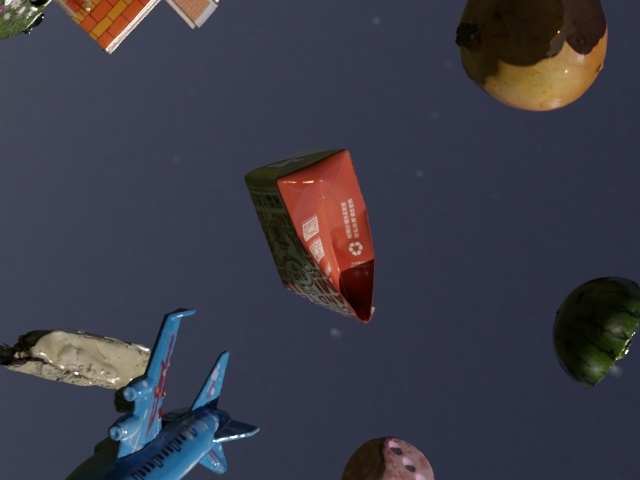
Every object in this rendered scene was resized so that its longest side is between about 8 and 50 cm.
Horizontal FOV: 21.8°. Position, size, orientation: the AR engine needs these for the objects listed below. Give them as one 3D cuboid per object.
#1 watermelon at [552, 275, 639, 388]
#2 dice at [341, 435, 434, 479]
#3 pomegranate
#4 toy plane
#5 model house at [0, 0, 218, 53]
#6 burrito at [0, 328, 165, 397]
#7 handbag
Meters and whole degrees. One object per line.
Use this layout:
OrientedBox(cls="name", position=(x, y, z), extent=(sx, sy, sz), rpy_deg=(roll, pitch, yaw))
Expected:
OrientedBox(cls="watermelon", position=(0.240, 0.077, 1.482), extent=(0.105, 0.062, 0.105), rpy_deg=(-158, -90, -84))
OrientedBox(cls="dice", position=(0.086, 0.314, 2.133), extent=(0.094, 0.091, 0.093), rpy_deg=(-52, -152, 29))
OrientedBox(cls="pomegranate", position=(0.257, -0.249, 2.028), extent=(0.191, 0.191, 0.191), rpy_deg=(-45, -147, 41))
OrientedBox(cls="toy plane", position=(-0.154, 0.191, 1.443), extent=(0.105, 0.271, 0.254), rpy_deg=(13, -70, 32))
OrientedBox(cls="model house", position=(-0.138, -0.252, 1.147), extent=(0.294, 0.207, 0.154), rpy_deg=(-48, -121, -2))
OrientedBox(cls="burrito", position=(-0.290, 0.148, 2.033), extent=(0.063, 0.229, 0.058), rpy_deg=(-60, -145, 24))
OrientedBox(cls="handbag", position=(0.000, 0.000, 2.814), extent=(0.171, 0.151, 0.298), rpy_deg=(10, -60, 67))
